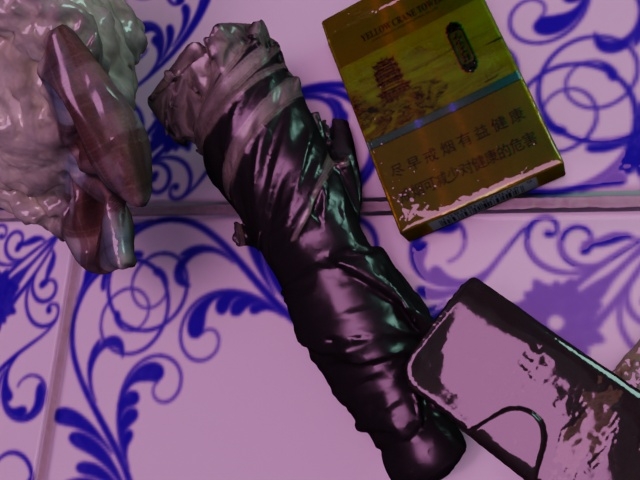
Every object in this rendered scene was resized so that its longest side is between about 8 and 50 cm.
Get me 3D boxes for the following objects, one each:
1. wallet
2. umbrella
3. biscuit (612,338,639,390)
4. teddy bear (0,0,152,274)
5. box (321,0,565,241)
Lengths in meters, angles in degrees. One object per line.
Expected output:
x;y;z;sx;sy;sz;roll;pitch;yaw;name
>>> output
0.127;0.094;0.396;0.156;0.018;0.082;37;82;19;wallet
-0.003;0.003;0.497;0.113;0.106;0.358;-35;74;20;umbrella
0.235;0.152;0.381;0.199;0.040;0.121;42;92;26;biscuit
-0.210;-0.195;0.558;0.362;0.375;0.327;30;131;-1;teddy bear
0.085;-0.111;0.514;0.121;0.030;0.193;-23;69;15;box
